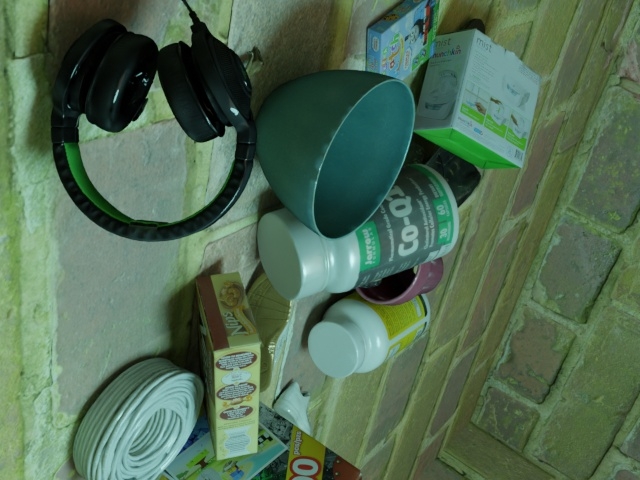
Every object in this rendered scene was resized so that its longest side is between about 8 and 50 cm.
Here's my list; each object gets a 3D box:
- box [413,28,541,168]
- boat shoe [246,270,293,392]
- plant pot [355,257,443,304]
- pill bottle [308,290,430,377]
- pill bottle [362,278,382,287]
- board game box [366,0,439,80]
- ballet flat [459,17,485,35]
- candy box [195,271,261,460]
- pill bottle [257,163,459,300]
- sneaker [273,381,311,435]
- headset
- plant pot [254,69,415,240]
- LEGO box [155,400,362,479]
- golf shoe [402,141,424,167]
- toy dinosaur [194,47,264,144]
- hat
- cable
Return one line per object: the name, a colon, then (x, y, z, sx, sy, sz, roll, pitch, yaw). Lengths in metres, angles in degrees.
box: (0.356, -0.309, 1.807, 0.262, 0.127, 0.231, 19, 80, -39)
boat shoe: (-0.113, 0.173, 1.669, 0.096, 0.098, 0.276, -60, 166, -69)
plant pot: (0.199, 0.059, 1.953, 0.180, 0.201, 0.201, 10, 107, -53)
pill bottle: (0.120, 0.214, 2.011, 0.334, 0.188, 0.187, -23, 135, -53)
pill bottle: (0.099, -0.016, 1.799, 0.123, 0.123, 0.219, -17, 123, -56)
board game box: (0.166, -0.401, 1.637, 0.211, 0.039, 0.160, -43, 150, -32)
ballet flat: (0.308, -0.410, 1.883, 0.084, 0.058, 0.249, 35, 78, -38)
candy box: (-0.172, 0.235, 1.492, 0.088, 0.182, 0.316, -8, 133, -16)
pill bottle: (0.073, -0.016, 1.580, 0.361, 0.204, 0.204, -18, 135, -28)
sneaker: (-0.052, 0.430, 2.059, 0.094, 0.080, 0.212, -61, 156, -27)
headset: (-0.192, -0.198, 1.003, 0.185, 0.244, 0.393, -56, 152, -80)
plant pot: (0.000, -0.171, 1.384, 0.290, 0.196, 0.290, -43, 150, -33)
LEGO box: (-0.214, 0.560, 1.540, 0.500, 0.373, 0.193, -42, 148, -35)
golf shoe: (0.176, -0.159, 1.903, 0.176, 0.069, 0.086, -50, 177, -22)
toy dinosaur: (-0.136, -0.227, 1.242, 0.183, 0.053, 0.092, -56, 156, -10)
hat: (0.302, -0.139, 1.962, 0.331, 0.134, 0.331, -51, 169, -13)
cable: (-0.319, 0.332, 1.442, 0.257, 0.089, 0.257, -31, 141, -48)
